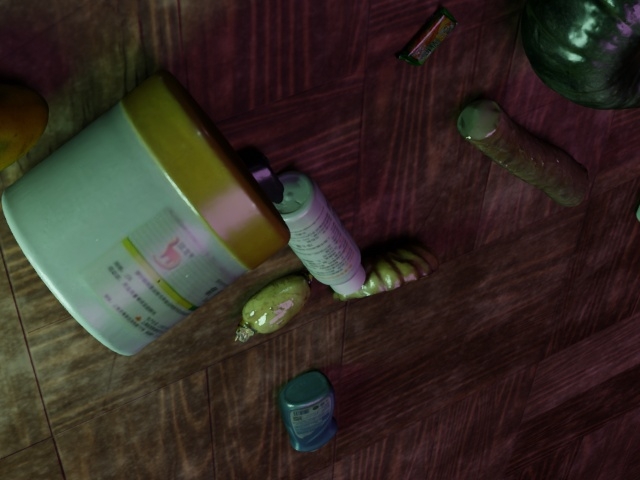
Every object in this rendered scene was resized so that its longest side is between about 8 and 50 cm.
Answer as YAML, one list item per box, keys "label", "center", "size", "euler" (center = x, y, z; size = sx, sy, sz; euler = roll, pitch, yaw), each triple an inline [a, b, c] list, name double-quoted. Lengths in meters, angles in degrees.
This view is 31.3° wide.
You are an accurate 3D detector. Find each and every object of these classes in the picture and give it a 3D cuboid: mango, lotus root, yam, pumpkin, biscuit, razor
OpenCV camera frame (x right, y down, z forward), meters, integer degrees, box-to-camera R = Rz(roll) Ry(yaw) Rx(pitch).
- label: "mango"
  center: [-0.351, -0.110, 1.155]
  size: [0.163, 0.089, 0.111]
  euler: [4, 128, -55]
- label: "lotus root"
  center: [-0.069, 0.098, 1.682]
  size: [0.152, 0.063, 0.072]
  euler: [-39, 156, -4]
- label: "yam"
  center: [0.314, -0.132, 1.740]
  size: [0.081, 0.081, 0.356]
  euler: [-47, 145, 14]
- label: "pumpkin"
  center: [0.417, -0.297, 1.503]
  size: [0.300, 0.207, 0.300]
  euler: [-21, 146, -15]
- label: "biscuit"
  center: [0.109, 0.043, 1.769]
  size: [0.183, 0.061, 0.118]
  euler: [-19, -177, -25]
- label: "biscuit"
  center: [0.141, -0.261, 1.481]
  size: [0.089, 0.016, 0.046]
  euler: [-48, 144, 16]
- label: "razor"
  center: [-0.119, -0.052, 1.462]
  size: [0.148, 0.054, 0.090]
  euler: [-35, 146, -4]

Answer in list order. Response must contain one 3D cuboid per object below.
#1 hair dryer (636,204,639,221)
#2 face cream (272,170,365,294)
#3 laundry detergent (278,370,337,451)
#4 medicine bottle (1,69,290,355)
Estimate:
- label: "hair dryer"
  center: [0.652, -0.087, 2.130]
  size: [0.137, 0.047, 0.082]
  euler: [-28, 147, -26]
- label: "face cream"
  center: [0.000, 0.000, 1.609]
  size: [0.082, 0.082, 0.269]
  euler: [-36, 147, -1]
- label: "laundry detergent"
  center: [-0.019, 0.308, 1.977]
  size: [0.096, 0.061, 0.206]
  euler: [-28, 146, -17]
- label: "medicine bottle"
  center: [-0.189, -0.029, 1.263]
  size: [0.232, 0.238, 0.238]
  euler: [-37, 146, 2]
